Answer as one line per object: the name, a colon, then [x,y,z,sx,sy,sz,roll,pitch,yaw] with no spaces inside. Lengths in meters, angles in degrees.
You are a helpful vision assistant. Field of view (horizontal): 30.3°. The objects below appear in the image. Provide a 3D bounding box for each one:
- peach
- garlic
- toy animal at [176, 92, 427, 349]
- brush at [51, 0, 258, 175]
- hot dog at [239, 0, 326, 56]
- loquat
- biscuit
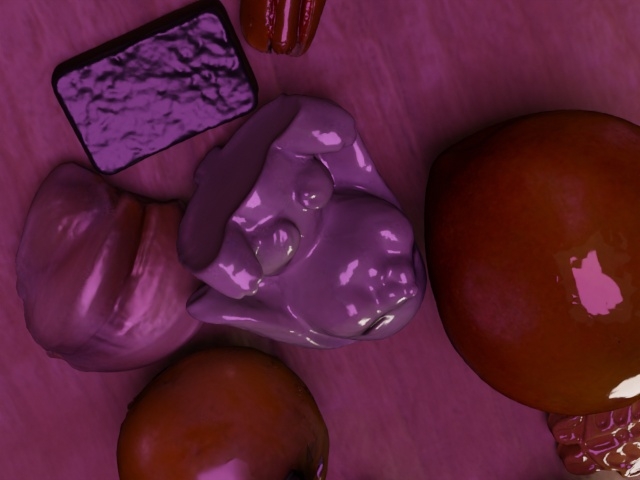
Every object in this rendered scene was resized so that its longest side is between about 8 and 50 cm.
peach: [0.251,0.014,1.238,0.332,0.308,0.308,43,99,-10]
garlic: [-0.222,0.051,1.270,0.217,0.110,0.228,16,106,-18]
toy animal: [0.000,0.000,1.251,0.265,0.206,0.271,33,79,-30]
brush: [-0.169,-0.157,1.225,0.197,0.059,0.123,-25,113,1]
hot dog: [-0.031,-0.302,1.194,0.092,0.062,0.235,3,109,-6]
loquat: [-0.102,0.228,1.288,0.235,0.235,0.235,-3,110,-8]
biscuit: [0.422,0.201,1.445,0.289,0.044,0.202,-19,121,-3]
